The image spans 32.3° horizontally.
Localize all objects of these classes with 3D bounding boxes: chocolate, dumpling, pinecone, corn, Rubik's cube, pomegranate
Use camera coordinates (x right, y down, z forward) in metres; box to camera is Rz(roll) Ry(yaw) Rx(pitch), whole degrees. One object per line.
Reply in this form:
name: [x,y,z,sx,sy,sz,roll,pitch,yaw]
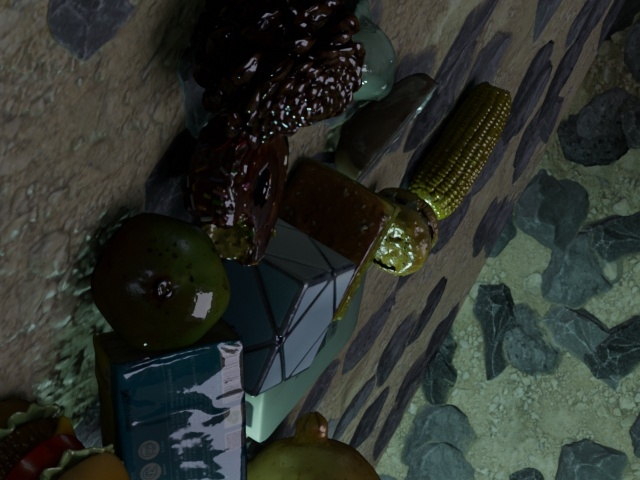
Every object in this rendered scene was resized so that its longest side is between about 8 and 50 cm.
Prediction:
chocolate: [0.106,-0.210,1.992,0.254,0.080,0.157,-50,175,-24]
dumpling: [0.077,-0.292,1.735,0.149,0.104,0.217,-58,162,-4]
pinecone: [-0.059,-0.225,1.321,0.221,0.221,0.221,-51,161,-26]
corn: [0.321,-0.208,2.512,0.344,0.131,0.131,-59,163,-11]
Rubik's cube: [-0.099,0.086,1.695,0.207,0.205,0.205,-13,130,-65]
pomegranate: [-0.029,0.585,2.474,0.410,0.410,0.410,-51,161,-26]
pomegranate: [-0.206,0.054,1.442,0.180,0.180,0.209,-59,-177,-3]

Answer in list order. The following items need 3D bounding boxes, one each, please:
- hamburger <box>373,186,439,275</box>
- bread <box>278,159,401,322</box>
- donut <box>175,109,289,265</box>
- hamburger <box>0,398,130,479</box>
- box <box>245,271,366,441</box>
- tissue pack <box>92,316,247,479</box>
hamburger: [0.149,-0.022,2.283,0.113,0.177,0.185,-46,115,-37]
bread: [0.000,0.000,1.868,0.234,0.184,0.110,-63,168,7]
donut: [-0.116,-0.084,1.505,0.230,0.095,0.216,42,60,-72]
hamburger: [-0.360,0.352,1.387,0.274,0.212,0.274,-51,160,-26]
box: [-0.038,0.184,2.218,0.373,0.090,0.367,-48,160,-35]
tissue pack: [-0.207,0.247,1.530,0.192,0.134,0.271,-9,113,-24]
